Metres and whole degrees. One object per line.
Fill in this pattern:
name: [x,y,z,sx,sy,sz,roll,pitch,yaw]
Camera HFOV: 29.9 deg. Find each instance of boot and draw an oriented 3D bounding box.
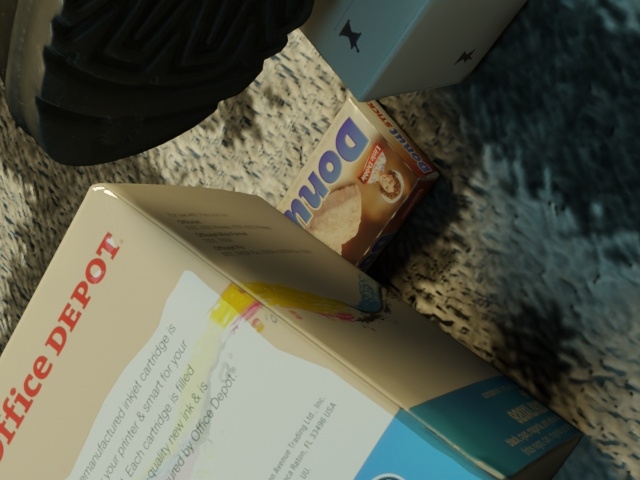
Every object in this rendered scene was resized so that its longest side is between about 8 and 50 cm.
boot: [-0.142,-0.306,0.521,0.445,0.146,0.367,45,121,24]

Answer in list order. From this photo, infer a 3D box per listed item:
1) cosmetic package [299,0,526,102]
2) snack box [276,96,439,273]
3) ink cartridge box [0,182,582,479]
cosmetic package: [0.053,-0.292,0.511,0.284,0.097,0.377,51,131,17]
snack box: [0.000,0.000,0.698,0.064,0.022,0.178,51,131,20]
ink cartridge box: [-0.025,0.102,0.600,0.233,0.168,0.171,36,103,20]
